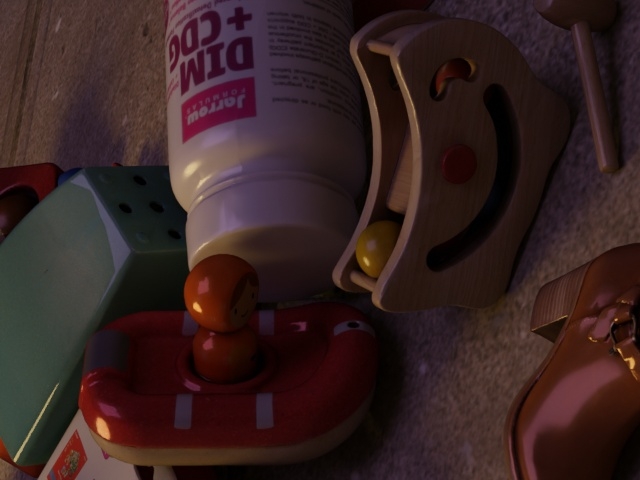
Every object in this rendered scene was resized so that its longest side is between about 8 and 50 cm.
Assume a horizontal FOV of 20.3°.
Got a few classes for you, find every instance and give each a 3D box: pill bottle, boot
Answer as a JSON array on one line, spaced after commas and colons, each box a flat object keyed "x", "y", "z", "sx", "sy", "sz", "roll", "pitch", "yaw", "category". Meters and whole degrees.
[{"x": -0.045, "y": -0.104, "z": 1.454, "sx": 0.160, "sy": 0.160, "sz": 0.283, "roll": -38, "pitch": 47, "yaw": 45, "category": "pill bottle"}, {"x": 0.189, "y": 0.088, "z": 1.081, "sx": 0.152, "sy": 0.073, "sz": 0.197, "roll": -24, "pitch": 54, "yaw": 48, "category": "boot"}]

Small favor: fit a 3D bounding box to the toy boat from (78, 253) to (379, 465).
[{"x": -0.070, "y": 0.079, "z": 1.364, "sx": 0.151, "sy": 0.231, "sz": 0.151, "roll": -94, "pitch": 3, "yaw": -57, "category": "toy boat"}]

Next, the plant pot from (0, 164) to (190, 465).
[{"x": -0.188, "y": 0.053, "z": 1.571, "sx": 0.165, "sy": 0.166, "sz": 0.234, "roll": 55, "pitch": 129, "yaw": 30, "category": "plant pot"}]

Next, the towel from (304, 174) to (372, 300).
[{"x": 0.000, "y": 0.000, "z": 1.516, "sx": 0.148, "sy": 0.027, "sz": 0.110, "roll": -3, "pitch": 70, "yaw": 58, "category": "towel"}]

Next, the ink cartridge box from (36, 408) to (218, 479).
[{"x": -0.138, "y": 0.287, "z": 1.449, "sx": 0.272, "sy": 0.130, "sz": 0.309, "roll": -59, "pitch": 33, "yaw": 20, "category": "ink cartridge box"}]

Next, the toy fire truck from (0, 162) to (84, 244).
[{"x": -0.344, "y": 0.036, "z": 1.995, "sx": 0.254, "sy": 0.169, "sz": 0.302, "roll": -27, "pitch": 45, "yaw": 20, "category": "toy fire truck"}]

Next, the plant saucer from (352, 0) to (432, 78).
[{"x": 0.019, "y": -0.260, "z": 1.635, "sx": 0.258, "sy": 0.048, "sz": 0.259, "roll": -45, "pitch": 37, "yaw": 38, "category": "plant saucer"}]

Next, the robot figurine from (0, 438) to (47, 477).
[{"x": -0.281, "y": 0.131, "z": 1.782, "sx": 0.128, "sy": 0.158, "sz": 0.219, "roll": -119, "pitch": 31, "yaw": -47, "category": "robot figurine"}]

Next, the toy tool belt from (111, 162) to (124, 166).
[{"x": -0.221, "y": -0.047, "z": 1.913, "sx": 0.051, "sy": 0.052, "sz": 0.083, "roll": -54, "pitch": 30, "yaw": 10, "category": "toy tool belt"}]

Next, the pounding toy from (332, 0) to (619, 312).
[{"x": 0.103, "y": -0.072, "z": 1.246, "sx": 0.155, "sy": 0.154, "sz": 0.269, "roll": 26, "pitch": 95, "yaw": 62, "category": "pounding toy"}]
